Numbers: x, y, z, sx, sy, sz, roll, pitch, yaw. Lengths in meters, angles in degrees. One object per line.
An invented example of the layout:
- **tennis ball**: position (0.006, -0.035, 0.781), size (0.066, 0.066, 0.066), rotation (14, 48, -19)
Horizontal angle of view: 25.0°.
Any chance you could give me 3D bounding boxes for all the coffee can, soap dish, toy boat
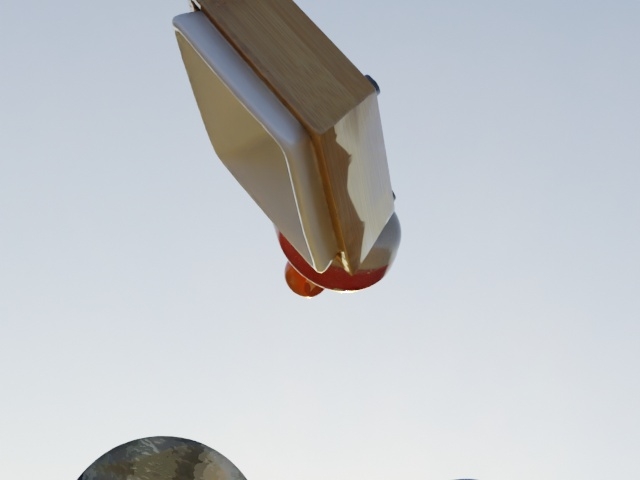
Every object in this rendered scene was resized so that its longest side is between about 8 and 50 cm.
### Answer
- **coffee can**: position (-0.165, 0.342, 1.500), size (0.201, 0.202, 0.275), rotation (14, -28, 0)
- **soap dish**: position (-0.030, -0.119, 1.463), size (0.229, 0.118, 0.291), rotation (49, -12, 26)
- **toy boat**: position (0.000, 0.000, 1.714), size (0.151, 0.151, 0.231), rotation (10, 23, -17)

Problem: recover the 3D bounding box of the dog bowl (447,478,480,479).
- **dog bowl**: position (0.165, 0.363, 1.786), size (0.165, 0.074, 0.297), rotation (-16, 3, -9)
